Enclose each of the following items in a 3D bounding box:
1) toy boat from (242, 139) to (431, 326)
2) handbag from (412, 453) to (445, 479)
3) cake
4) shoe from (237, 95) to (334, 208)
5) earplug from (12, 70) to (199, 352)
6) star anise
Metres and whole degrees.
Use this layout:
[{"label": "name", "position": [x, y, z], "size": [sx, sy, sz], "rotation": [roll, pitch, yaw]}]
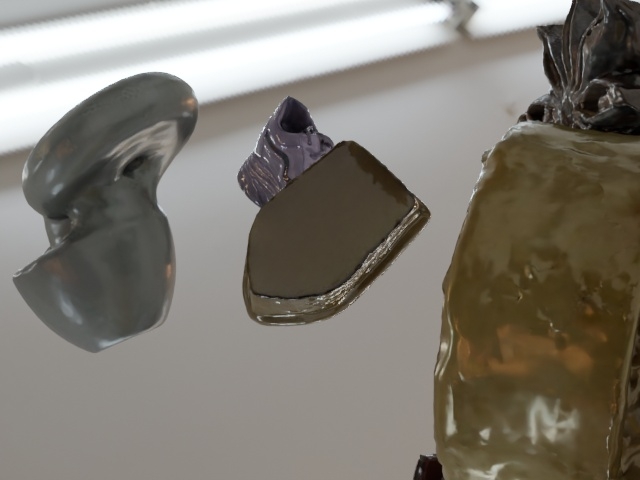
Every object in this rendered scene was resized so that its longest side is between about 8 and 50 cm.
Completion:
[{"label": "toy boat", "position": [0.000, 0.000, 1.258], "size": [0.188, 0.061, 0.116], "rotation": [-45, -106, -6]}, {"label": "handbag", "position": [0.200, 0.385, 1.723], "size": [0.275, 0.260, 0.084], "rotation": [8, -166, -41]}, {"label": "cake", "position": [0.274, 0.081, 1.041], "size": [0.321, 0.332, 0.332], "rotation": [11, -142, 20]}, {"label": "shoe", "position": [-0.011, -0.070, 1.724], "size": [0.095, 0.137, 0.245], "rotation": [-5, -141, -35]}, {"label": "earplug", "position": [-0.225, -0.034, 1.507], "size": [0.175, 0.325, 0.214], "rotation": [26, -156, 25]}, {"label": "star anise", "position": [0.268, -0.120, 1.289], "size": [0.109, 0.236, 0.223], "rotation": [-1, -157, -16]}]
